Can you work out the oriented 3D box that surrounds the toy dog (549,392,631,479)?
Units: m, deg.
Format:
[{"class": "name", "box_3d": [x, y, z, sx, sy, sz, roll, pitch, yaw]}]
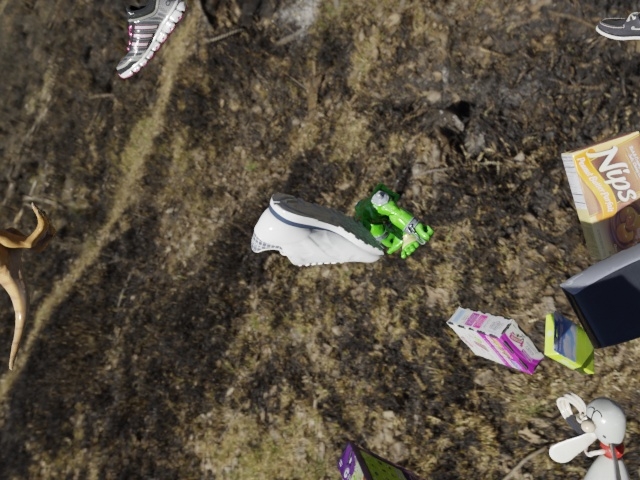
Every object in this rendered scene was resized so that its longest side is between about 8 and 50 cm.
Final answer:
[{"class": "toy dog", "box_3d": [0.570, 0.504, 1.068, 0.220, 0.160, 0.334, 143, 108, -73]}]

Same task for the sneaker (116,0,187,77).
[{"class": "sneaker", "box_3d": [-0.296, -0.348, 0.844, 0.170, 0.074, 0.063, -42, 26, 23]}]

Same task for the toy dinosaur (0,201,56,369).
[{"class": "toy dinosaur", "box_3d": [-0.332, 0.015, 0.530, 0.112, 0.212, 0.064, -33, 30, -20]}]

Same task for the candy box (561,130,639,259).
[{"class": "candy box", "box_3d": [0.820, -0.124, 1.424, 0.182, 0.087, 0.317, -18, 95, 6]}]

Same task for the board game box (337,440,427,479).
[{"class": "board game box", "box_3d": [0.146, 0.385, 0.629, 0.056, 0.208, 0.347, -64, 9, -1]}]

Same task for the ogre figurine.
[{"class": "ogre figurine", "box_3d": [0.122, -0.035, 0.923, 0.097, 0.118, 0.197, -45, 6, 9]}]

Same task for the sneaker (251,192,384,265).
[{"class": "sneaker", "box_3d": [0.000, 0.000, 0.829, 0.095, 0.235, 0.090, -60, 33, 18]}]

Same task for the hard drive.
[{"class": "hard drive", "box_3d": [0.635, 0.101, 1.005, 0.254, 0.054, 0.172, -29, 90, 13]}]

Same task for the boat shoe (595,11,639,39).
[{"class": "boat shoe", "box_3d": [0.476, -0.319, 0.752, 0.046, 0.038, 0.125, -41, 51, -19]}]

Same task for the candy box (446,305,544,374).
[{"class": "candy box", "box_3d": [0.492, 0.278, 1.447, 0.071, 0.159, 0.233, -48, 18, -15]}]

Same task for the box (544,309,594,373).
[{"class": "box", "box_3d": [0.623, 0.257, 1.279, 0.042, 0.178, 0.109, -23, 46, 52]}]
